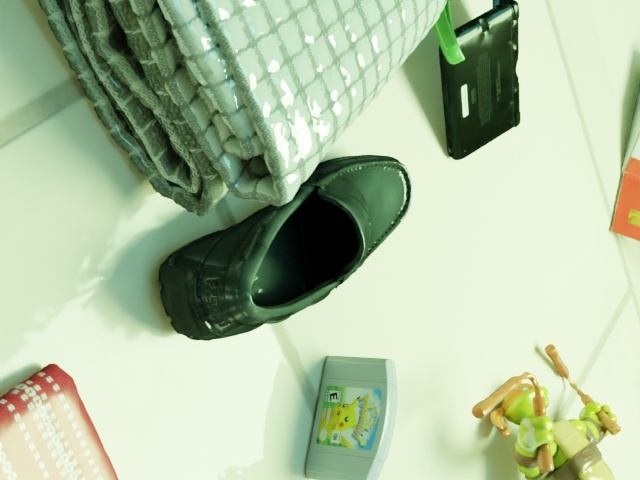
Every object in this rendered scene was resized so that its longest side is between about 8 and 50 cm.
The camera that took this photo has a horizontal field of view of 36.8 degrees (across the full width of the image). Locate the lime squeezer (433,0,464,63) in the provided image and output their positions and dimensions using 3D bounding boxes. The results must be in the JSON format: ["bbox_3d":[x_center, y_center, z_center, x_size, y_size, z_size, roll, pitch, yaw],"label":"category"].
[{"bbox_3d":[0.123,-0.227,0.740,0.310,0.110,0.059,-56,146,-31],"label":"lime squeezer"}]

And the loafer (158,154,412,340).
[{"bbox_3d":[0.000,0.000,0.591,0.223,0.078,0.076,-31,111,-47],"label":"loafer"}]

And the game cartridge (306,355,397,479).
[{"bbox_3d":[0.022,0.116,0.628,0.017,0.056,0.083,35,60,-52],"label":"game cartridge"}]

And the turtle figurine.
[{"bbox_3d":[0.210,0.195,0.786,0.217,0.087,0.269,52,18,22],"label":"turtle figurine"}]

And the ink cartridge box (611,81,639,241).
[{"bbox_3d":[0.428,-0.085,1.053,0.056,0.181,0.224,107,3,-62],"label":"ink cartridge box"}]

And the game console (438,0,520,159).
[{"bbox_3d":[0.124,-0.146,0.777,0.107,0.071,0.122,-32,138,-17],"label":"game console"}]

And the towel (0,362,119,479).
[{"bbox_3d":[-0.163,0.201,0.395,0.275,0.031,0.199,-42,117,-54],"label":"towel"}]

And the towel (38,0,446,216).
[{"bbox_3d":[-0.055,-0.190,0.514,0.235,0.121,0.283,-50,126,-38],"label":"towel"}]
